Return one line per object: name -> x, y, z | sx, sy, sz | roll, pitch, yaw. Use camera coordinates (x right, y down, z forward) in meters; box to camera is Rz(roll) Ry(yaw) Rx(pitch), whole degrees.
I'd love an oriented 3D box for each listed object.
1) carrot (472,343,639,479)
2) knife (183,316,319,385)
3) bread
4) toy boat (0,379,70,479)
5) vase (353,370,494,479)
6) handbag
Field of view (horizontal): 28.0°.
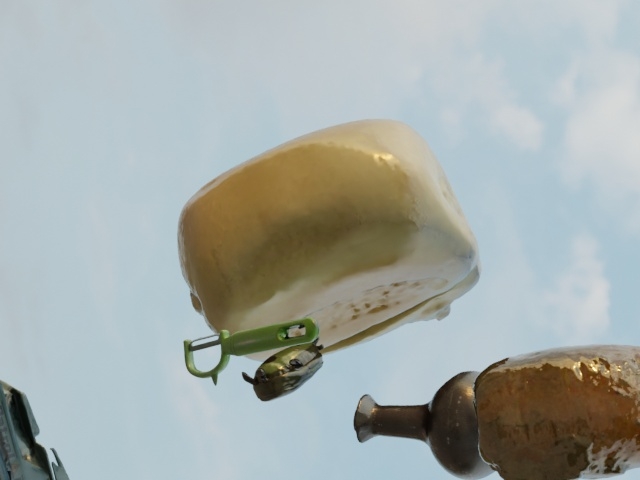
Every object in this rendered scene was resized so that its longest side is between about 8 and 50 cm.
carrot -> 0.299, 0.160, 1.245 | 0.139, 0.302, 0.138 | 173, -90, -89
knife -> -0.071, 0.109, 1.260 | 0.212, 0.015, 0.054 | -17, -110, 47
bread -> 0.000, 0.000, 1.712 | 0.376, 0.348, 0.253 | -27, -114, 11
toy boat -> -0.254, 0.165, 0.919 | 0.114, 0.122, 0.296 | 19, -51, 44
vase -> 0.126, 0.204, 1.431 | 0.183, 0.120, 0.120 | -1, -82, 22
handbag -> -0.037, 0.150, 1.500 | 0.072, 0.111, 0.047 | -20, -85, 51
